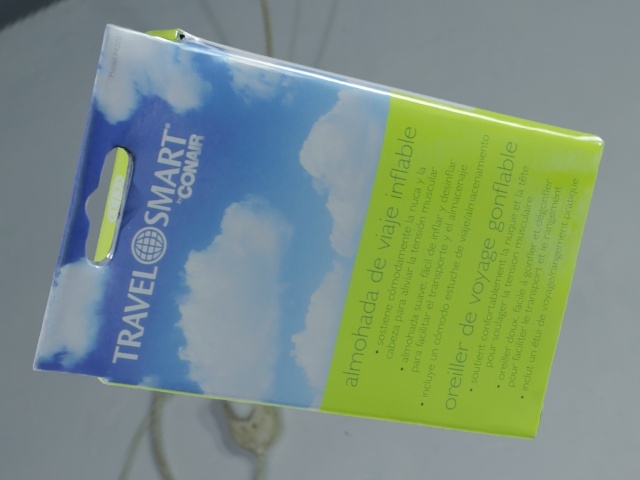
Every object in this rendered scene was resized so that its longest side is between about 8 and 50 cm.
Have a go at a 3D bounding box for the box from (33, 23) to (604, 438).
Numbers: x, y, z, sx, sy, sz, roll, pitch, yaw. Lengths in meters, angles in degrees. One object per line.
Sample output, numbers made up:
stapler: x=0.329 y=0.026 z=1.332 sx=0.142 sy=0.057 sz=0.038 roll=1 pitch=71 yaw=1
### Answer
box: x=0.000 y=0.000 z=0.450 sx=0.042 sy=0.178 sz=0.109 roll=19 pitch=98 yaw=64
